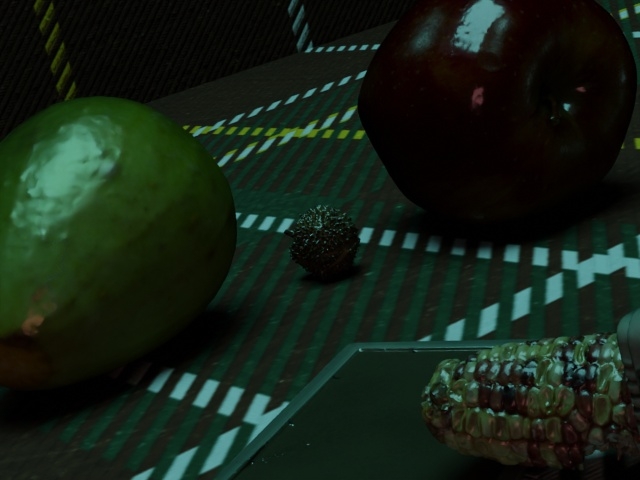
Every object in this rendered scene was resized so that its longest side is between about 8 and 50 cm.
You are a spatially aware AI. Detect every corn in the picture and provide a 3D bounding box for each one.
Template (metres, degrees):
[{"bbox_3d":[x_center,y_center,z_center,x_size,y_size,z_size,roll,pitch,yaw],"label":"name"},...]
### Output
[{"bbox_3d":[0.209,0.104,0.984,0.290,0.098,0.098,-7,16,20],"label":"corn"}]

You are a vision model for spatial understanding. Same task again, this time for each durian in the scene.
[{"bbox_3d":[0.000,0.000,1.615,0.091,0.080,0.080,18,27,23],"label":"durian"}]

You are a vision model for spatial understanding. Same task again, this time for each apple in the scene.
[{"bbox_3d":[0.189,-0.156,1.666,0.288,0.288,0.317,-19,7,-21],"label":"apple"}]

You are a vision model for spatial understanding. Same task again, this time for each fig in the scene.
[{"bbox_3d":[-0.232,0.010,1.474,0.258,0.258,0.326,-5,29,30],"label":"fig"}]

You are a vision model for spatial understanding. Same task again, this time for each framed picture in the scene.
[{"bbox_3d":[0.070,0.138,1.142,0.232,0.019,0.296,-3,18,27],"label":"framed picture"}]

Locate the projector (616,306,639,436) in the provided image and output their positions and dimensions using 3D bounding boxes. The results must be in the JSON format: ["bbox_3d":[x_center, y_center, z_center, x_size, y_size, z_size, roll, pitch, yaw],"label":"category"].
[{"bbox_3d":[0.281,0.086,0.811,0.257,0.192,0.099,-23,12,-35],"label":"projector"}]
